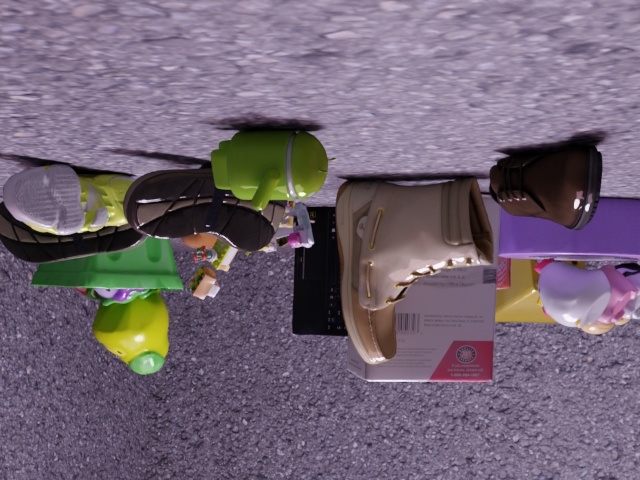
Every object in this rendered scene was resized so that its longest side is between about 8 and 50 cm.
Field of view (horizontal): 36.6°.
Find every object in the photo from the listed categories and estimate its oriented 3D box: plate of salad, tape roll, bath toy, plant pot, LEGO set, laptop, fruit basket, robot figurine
[{"bbox_3d":[-0.095,-0.010,1.958,0.199,0.048,0.200,-12,-172,2],"label":"plate of salad"},{"bbox_3d":[0.433,-0.014,1.592,0.274,0.090,0.275,2,176,0],"label":"tape roll"},{"bbox_3d":[0.462,0.091,1.645,0.129,0.151,0.348,41,-160,31],"label":"bath toy"},{"bbox_3d":[0.502,0.068,2.242,0.212,0.212,0.187,3,163,-18],"label":"plant pot"},{"bbox_3d":[-0.150,-0.006,1.654,0.287,0.132,0.107,-26,156,31],"label":"LEGO set"},{"bbox_3d":[0.059,0.051,1.651,0.264,0.234,0.136,1,176,18],"label":"laptop"},{"bbox_3d":[-0.479,0.128,2.221,0.282,0.392,0.392,3,177,-34],"label":"fruit basket"},{"bbox_3d":[-0.045,-0.072,0.925,0.115,0.067,0.101,1,-156,13],"label":"robot figurine"}]

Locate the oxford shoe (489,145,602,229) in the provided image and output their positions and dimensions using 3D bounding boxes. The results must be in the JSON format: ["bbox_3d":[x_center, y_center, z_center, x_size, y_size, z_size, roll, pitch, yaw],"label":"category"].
[{"bbox_3d":[0.229,-0.054,1.011,0.096,0.083,0.227,6,176,-5],"label":"oxford shoe"}]

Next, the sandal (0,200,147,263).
[{"bbox_3d":[-0.445,-0.023,1.750,0.302,0.120,0.086,1,-169,10],"label":"sandal"}]

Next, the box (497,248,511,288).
[{"bbox_3d":[0.200,0.019,1.839,0.299,0.142,0.154,0,177,29],"label":"box"}]

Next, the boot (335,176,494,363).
[{"bbox_3d":[0.133,0.044,1.308,0.203,0.262,0.095,-2,-170,25],"label":"boot"}]

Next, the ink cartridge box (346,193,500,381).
[{"bbox_3d":[0.156,0.068,1.477,0.207,0.283,0.117,3,-179,-14],"label":"ink cartridge box"}]

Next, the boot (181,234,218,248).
[{"bbox_3d":[-0.223,-0.031,1.846,0.197,0.073,0.152,-14,171,29],"label":"boot"}]

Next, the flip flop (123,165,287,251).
[{"bbox_3d":[-0.144,-0.049,1.234,0.080,0.112,0.277,32,-160,37],"label":"flip flop"}]

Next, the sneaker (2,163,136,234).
[{"bbox_3d":[-0.354,-0.051,1.292,0.126,0.091,0.240,1,178,30],"label":"sneaker"}]
